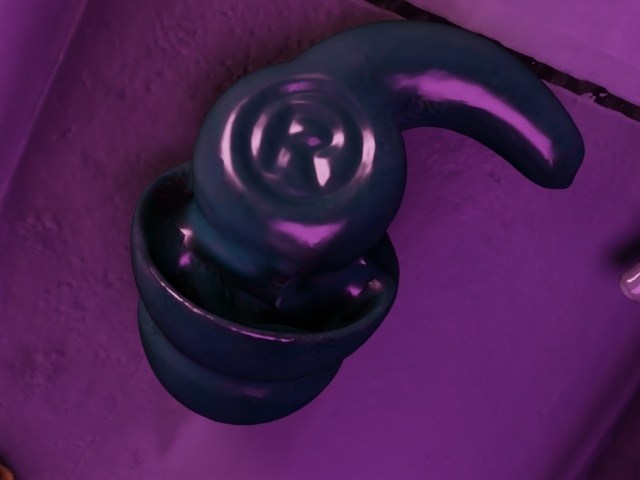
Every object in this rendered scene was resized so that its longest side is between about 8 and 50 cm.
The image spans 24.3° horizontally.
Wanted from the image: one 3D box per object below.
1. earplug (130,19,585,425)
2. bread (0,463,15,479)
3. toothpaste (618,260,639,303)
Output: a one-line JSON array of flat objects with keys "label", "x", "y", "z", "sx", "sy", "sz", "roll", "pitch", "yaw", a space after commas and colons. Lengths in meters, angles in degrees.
[{"label": "earplug", "x": 0.000, "y": -0.005, "z": 0.930, "sx": 0.257, "sy": 0.164, "sz": 0.280, "roll": -16, "pitch": 143, "yaw": -46}, {"label": "bread", "x": -0.309, "y": 0.251, "z": 0.969, "sx": 0.263, "sy": 0.198, "sz": 0.236, "roll": -20, "pitch": 128, "yaw": 2}, {"label": "toothpaste", "x": 0.369, "y": -0.072, "z": 1.001, "sx": 0.392, "sy": 0.061, "sz": 0.099, "roll": -34, "pitch": 118, "yaw": 6}]
